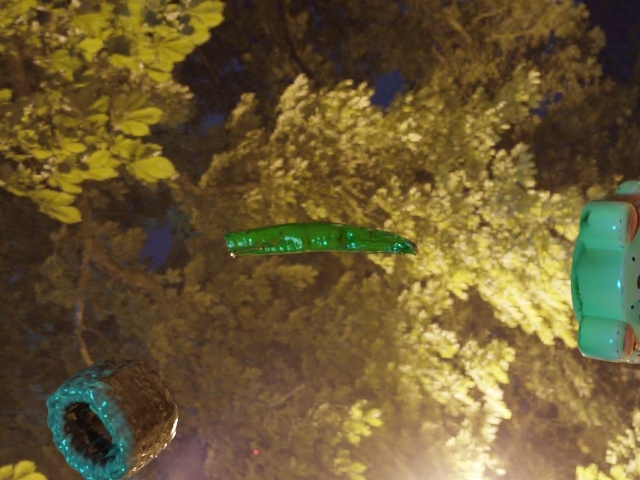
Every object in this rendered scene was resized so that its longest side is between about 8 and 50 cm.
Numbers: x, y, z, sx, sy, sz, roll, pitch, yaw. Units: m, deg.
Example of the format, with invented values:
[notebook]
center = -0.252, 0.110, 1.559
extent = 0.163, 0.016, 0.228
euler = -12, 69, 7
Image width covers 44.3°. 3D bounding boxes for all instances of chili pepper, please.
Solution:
[chili pepper]
center = 0.001, 0.000, 1.459
extent = 0.085, 0.359, 0.076
euler = 73, -163, -66

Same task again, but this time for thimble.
[thimble]
center = -0.264, 0.225, 0.993
extent = 0.098, 0.150, 0.150
euler = -28, -63, -55

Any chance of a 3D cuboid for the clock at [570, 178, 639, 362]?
[clock]
center = 0.488, 0.047, 1.211
extent = 0.309, 0.114, 0.283
euler = -8, -79, -50
